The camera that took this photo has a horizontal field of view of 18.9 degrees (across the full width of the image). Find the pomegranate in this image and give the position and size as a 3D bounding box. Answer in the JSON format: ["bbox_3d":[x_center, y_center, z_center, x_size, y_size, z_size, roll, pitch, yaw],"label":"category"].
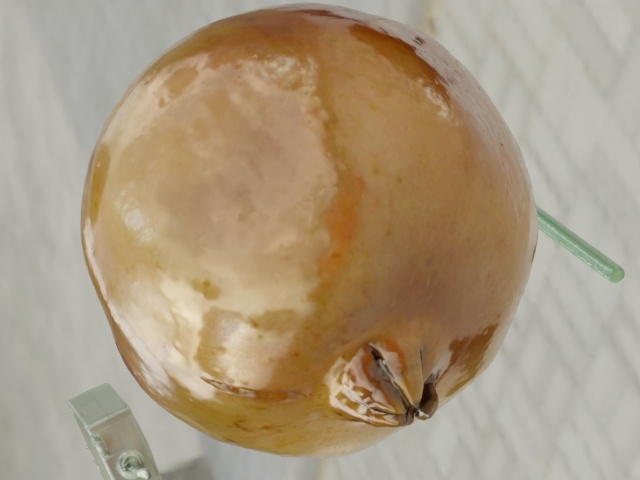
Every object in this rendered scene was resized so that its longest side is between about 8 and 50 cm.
[{"bbox_3d":[-0.002,-0.006,0.851,0.209,0.209,0.209,167,90,-70],"label":"pomegranate"}]

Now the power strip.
[{"bbox_3d":[-0.162,0.168,1.559,0.075,0.042,0.175,68,168,-14],"label":"power strip"}]

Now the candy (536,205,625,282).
[{"bbox_3d":[0.092,-0.038,1.093,0.287,0.084,0.078,42,113,53],"label":"candy"}]
